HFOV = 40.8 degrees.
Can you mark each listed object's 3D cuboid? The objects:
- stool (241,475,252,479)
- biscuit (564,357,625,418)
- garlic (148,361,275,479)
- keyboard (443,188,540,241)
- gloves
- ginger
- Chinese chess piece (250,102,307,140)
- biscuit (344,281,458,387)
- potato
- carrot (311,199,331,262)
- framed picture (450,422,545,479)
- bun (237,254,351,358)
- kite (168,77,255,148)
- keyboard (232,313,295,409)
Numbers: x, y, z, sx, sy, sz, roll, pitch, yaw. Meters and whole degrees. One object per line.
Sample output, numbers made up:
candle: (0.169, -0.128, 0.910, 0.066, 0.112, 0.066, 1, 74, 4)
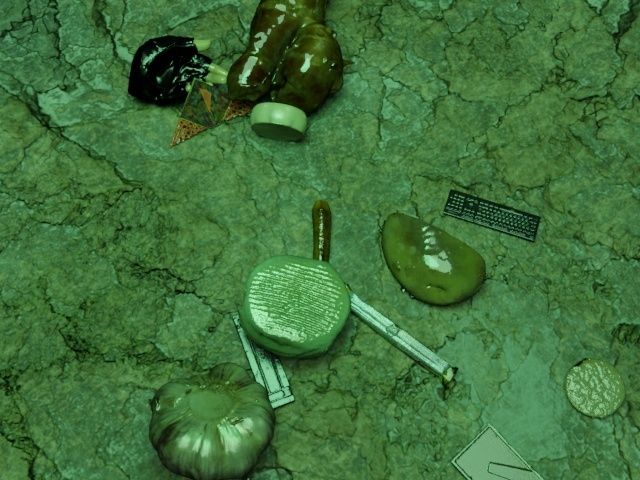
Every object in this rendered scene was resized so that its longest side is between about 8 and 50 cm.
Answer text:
stool: (-0.116, 0.520, 1.534, 0.121, 0.125, 0.217, -43, 84, -16)
biscuit: (0.534, 0.287, 1.674, 0.120, 0.015, 0.120, 0, 70, 0)
garlic: (-0.197, 0.343, 1.584, 0.244, 0.161, 0.245, 1, 43, -1)
keyboard: (0.359, -0.053, 1.805, 0.198, 0.010, 0.064, 18, 69, 7)
gloves: (-0.300, -0.367, 1.872, 0.203, 0.124, 0.164, 9, 106, -27)
ginger: (-0.037, -0.459, 1.876, 0.254, 0.176, 0.419, 17, 70, -7)
Chinese chess piece: (-0.088, -0.251, 1.820, 0.122, 0.122, 0.051, 8, 79, 3)
biscuit: (0.147, 0.186, 1.707, 0.292, 0.026, 0.048, 37, 78, 13)
potato: (0.212, 0.044, 1.725, 0.243, 0.098, 0.138, 25, 73, 10)
carrot: (0.000, 0.000, 1.770, 0.042, 0.042, 0.171, 2, 71, 1)
framed picture: (0.334, 0.436, 1.621, 0.109, 0.011, 0.149, -40, 75, -13)
bun: (-0.049, 0.134, 1.681, 0.221, 0.108, 0.221, 3, 67, -6)
kite: (-0.249, -0.294, 1.850, 0.222, 0.125, 0.008, -26, 28, -9)
keyboard: (-0.113, 0.232, 1.697, 0.061, 0.013, 0.204, -20, 70, -8)
